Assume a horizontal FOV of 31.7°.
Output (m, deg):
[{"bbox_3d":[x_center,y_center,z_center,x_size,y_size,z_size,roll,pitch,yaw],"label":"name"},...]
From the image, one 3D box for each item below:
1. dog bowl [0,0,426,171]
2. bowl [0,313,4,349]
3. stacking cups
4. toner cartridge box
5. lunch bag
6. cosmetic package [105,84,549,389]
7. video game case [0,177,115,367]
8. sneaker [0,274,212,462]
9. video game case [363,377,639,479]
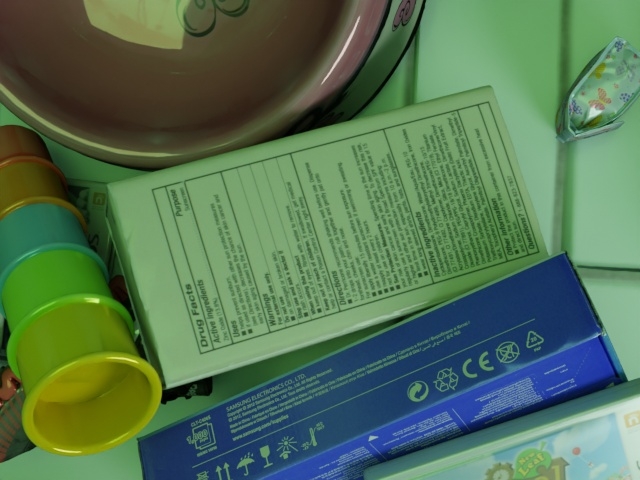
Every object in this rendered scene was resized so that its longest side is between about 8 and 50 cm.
[{"bbox_3d":[-0.117,-0.234,0.860,0.407,0.150,0.408,2,106,6],"label":"dog bowl"},{"bbox_3d":[-0.344,0.055,0.898,0.156,0.289,0.290,-3,86,-32],"label":"bowl"},{"bbox_3d":[-0.204,0.012,0.854,0.096,0.096,0.316,-35,46,6],"label":"stacking cups"},{"bbox_3d":[0.054,0.141,0.851,0.347,0.165,0.075,-25,55,10],"label":"toner cartridge box"},{"bbox_3d":[0.223,-0.112,0.899,0.053,0.071,0.083,41,92,5],"label":"lunch bag"},{"bbox_3d":[0.000,0.000,0.851,0.296,0.129,0.153,-14,84,-14],"label":"cosmetic package"},{"bbox_3d":[-0.277,0.024,0.997,0.190,0.022,0.173,8,88,10],"label":"video game case"},{"bbox_3d":[-0.163,0.101,0.921,0.276,0.097,0.135,-41,86,-9],"label":"sneaker"},{"bbox_3d":[0.159,0.215,0.827,0.212,0.023,0.193,-19,113,3],"label":"video game case"}]
